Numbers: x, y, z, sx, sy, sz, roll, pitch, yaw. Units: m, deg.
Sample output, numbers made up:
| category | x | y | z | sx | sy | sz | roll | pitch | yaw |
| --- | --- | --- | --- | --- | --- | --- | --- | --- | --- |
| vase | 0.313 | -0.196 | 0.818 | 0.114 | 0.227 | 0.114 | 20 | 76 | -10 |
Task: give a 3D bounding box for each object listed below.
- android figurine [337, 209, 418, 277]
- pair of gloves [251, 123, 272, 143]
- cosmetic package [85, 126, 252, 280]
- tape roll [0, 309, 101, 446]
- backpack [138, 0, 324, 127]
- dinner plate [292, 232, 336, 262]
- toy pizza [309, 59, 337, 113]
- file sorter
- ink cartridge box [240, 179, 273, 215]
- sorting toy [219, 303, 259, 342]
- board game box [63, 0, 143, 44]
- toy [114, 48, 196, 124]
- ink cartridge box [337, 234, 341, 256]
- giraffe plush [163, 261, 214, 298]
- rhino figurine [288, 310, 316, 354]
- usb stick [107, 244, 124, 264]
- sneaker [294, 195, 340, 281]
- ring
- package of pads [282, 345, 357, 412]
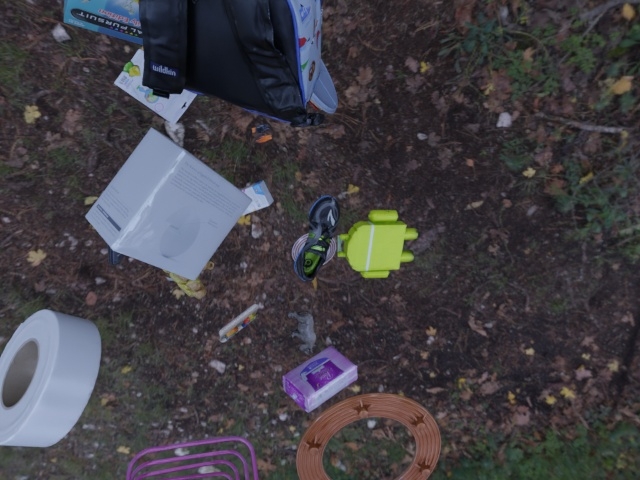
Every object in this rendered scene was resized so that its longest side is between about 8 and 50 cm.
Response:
| category | x | y | z | sx | sy | sz | roll | pitch | yaw |
| --- | --- | --- | --- | --- | --- | --- | --- | --- | --- |
| android figurine | 0.191 | 0.017 | 1.477 | 0.273 | 0.056 | 0.248 | -2 | 113 | -14 |
| pair of gloves | -0.226 | -0.411 | 1.682 | 0.074 | 0.010 | 0.083 | -19 | 144 | -10 |
| cosmetic package | -0.304 | -0.068 | 0.910 | 0.224 | 0.138 | 0.224 | -53 | 147 | -1 |
| tape roll | -0.616 | 0.300 | 0.969 | 0.286 | 0.286 | 0.100 | -50 | 137 | 7 |
| backpack | -0.110 | -0.312 | 0.589 | 0.277 | 0.263 | 0.213 | 13 | 72 | 3 |
| dinner plate | -0.020 | 0.031 | 1.370 | 0.141 | 0.141 | 0.017 | -22 | 140 | -2 |
| toy pizza | -0.032 | -0.335 | 0.854 | 0.032 | 0.201 | 0.201 | -26 | 111 | 25 |
| file sorter | -0.216 | 0.465 | 0.715 | 0.202 | 0.182 | 0.290 | 3 | 138 | -21 |
| ink cartridge box | -0.310 | -0.179 | 1.901 | 0.181 | 0.061 | 0.104 | -17 | 109 | 21 |
| sorting toy | -0.338 | 0.353 | 1.828 | 0.193 | 0.208 | 0.038 | -37 | 79 | -22 |
| board game box | -0.411 | -0.571 | 0.980 | 0.254 | 0.336 | 0.079 | 3 | 79 | -35 |
| toy | -0.511 | -0.479 | 1.384 | 0.237 | 0.056 | 0.137 | 35 | 87 | 0 |
| ink cartridge box | 0.182 | 0.032 | 2.043 | 0.209 | 0.062 | 0.109 | 0 | 100 | 7 |
| giraffe plush | -0.527 | 0.119 | 1.820 | 0.170 | 0.210 | 0.181 | -50 | 140 | -28 |
| rhino figurine | -0.072 | 0.417 | 1.966 | 0.106 | 0.073 | 0.243 | -1 | 112 | 17 |
| usb stick | -0.731 | -0.029 | 1.561 | 0.045 | 0.077 | 0.278 | 16 | 127 | -5 |
| sneaker | 0.000 | 0.000 | 0.898 | 0.067 | 0.078 | 0.188 | 15 | 105 | -20 |
| ring | 0.113 | 0.489 | 0.986 | 0.337 | 0.032 | 0.336 | -3 | 111 | -7 |
| package of pads | 0.001 | 0.167 | 0.533 | 0.083 | 0.050 | 0.032 | -23 | 127 | -35 |
